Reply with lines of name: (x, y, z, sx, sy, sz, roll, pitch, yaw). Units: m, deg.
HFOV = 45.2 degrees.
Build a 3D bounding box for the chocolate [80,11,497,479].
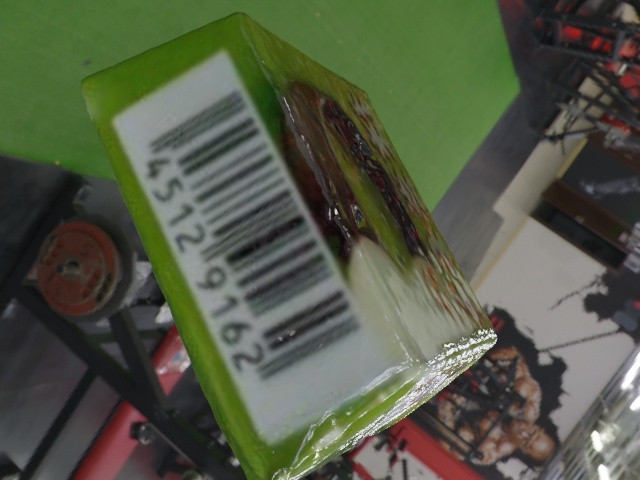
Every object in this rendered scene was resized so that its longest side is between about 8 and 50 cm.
chocolate: (0.000, 0.000, 0.592, 0.137, 0.301, 0.288, -30, 167, 18)
